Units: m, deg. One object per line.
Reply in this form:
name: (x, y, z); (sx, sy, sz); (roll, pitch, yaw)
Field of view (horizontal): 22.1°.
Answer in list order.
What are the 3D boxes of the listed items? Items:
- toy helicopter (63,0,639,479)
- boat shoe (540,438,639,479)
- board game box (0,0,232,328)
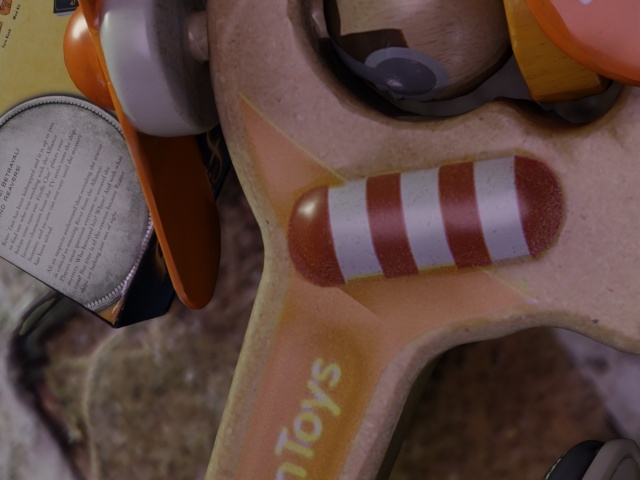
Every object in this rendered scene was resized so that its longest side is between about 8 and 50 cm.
toy helicopter: (0.000, 0.000, 0.507); (0.235, 0.140, 0.355); (22, 100, 14)
boat shoe: (0.043, 0.145, 0.516); (0.065, 0.075, 0.206); (10, 59, 36)
board game box: (-0.085, -0.114, 0.603); (0.165, 0.042, 0.243); (29, 105, 18)
